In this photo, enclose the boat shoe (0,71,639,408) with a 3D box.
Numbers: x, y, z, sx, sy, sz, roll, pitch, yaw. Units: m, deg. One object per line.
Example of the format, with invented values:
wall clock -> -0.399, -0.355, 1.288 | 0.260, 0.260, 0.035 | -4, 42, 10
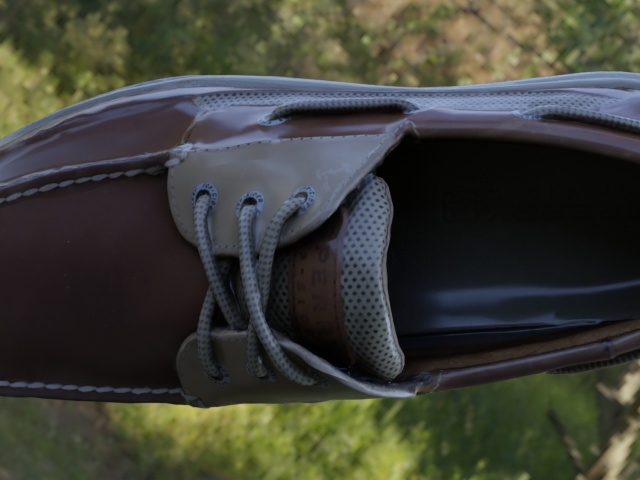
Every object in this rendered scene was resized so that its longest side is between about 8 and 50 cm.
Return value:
boat shoe -> 0.000, 0.000, 0.564 | 0.116, 0.324, 0.123 | -84, 164, -79
